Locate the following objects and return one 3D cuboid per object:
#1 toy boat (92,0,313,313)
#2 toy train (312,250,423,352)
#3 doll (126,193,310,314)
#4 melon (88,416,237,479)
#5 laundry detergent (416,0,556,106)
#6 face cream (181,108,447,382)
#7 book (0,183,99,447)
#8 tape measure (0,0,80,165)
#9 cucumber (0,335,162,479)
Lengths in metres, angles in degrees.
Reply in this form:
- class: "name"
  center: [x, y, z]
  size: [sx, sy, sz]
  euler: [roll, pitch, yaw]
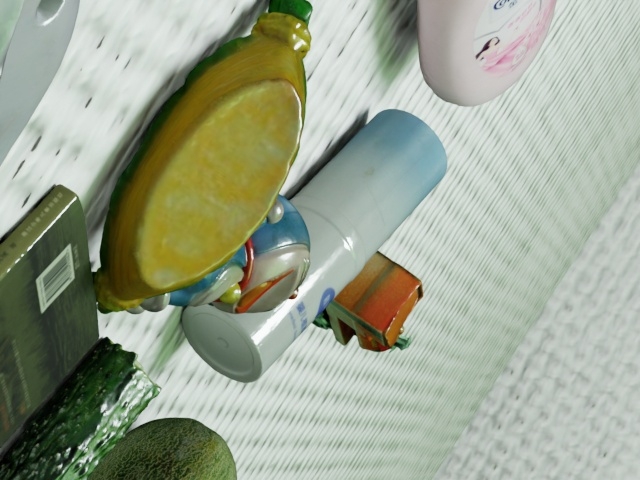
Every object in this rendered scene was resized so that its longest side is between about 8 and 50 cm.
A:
- class: "toy boat"
  center: [-0.064, -0.049, 1.082]
  size: [0.229, 0.089, 0.088]
  euler: [-55, -157, -1]
- class: "toy train"
  center: [0.029, 0.049, 1.513]
  size: [0.074, 0.118, 0.176]
  euler: [-51, 163, -12]
- class: "doll"
  center: [-0.062, 0.009, 1.192]
  size: [0.114, 0.085, 0.152]
  euler: [-38, 166, 29]
- class: "melon"
  center: [-0.128, 0.202, 1.331]
  size: [0.167, 0.114, 0.114]
  euler: [-49, 164, -31]
- class: "laundry detergent"
  center: [0.124, -0.217, 1.305]
  size: [0.159, 0.087, 0.335]
  euler: [-58, 167, -16]
- class: "face cream"
  center: [0.000, 0.000, 1.387]
  size: [0.250, 0.077, 0.077]
  euler: [-47, 163, -33]
- class: "book"
  center: [-0.204, 0.090, 1.003]
  size: [0.228, 0.024, 0.160]
  euler: [-49, 162, -27]
- class: "tape measure"
  center: [-0.178, -0.045, 0.578]
  size: [0.197, 0.120, 0.236]
  euler: [-21, 156, -50]
- class: "cucumber"
  center: [-0.174, 0.144, 1.166]
  size: [0.187, 0.058, 0.058]
  euler: [-52, 165, -23]
